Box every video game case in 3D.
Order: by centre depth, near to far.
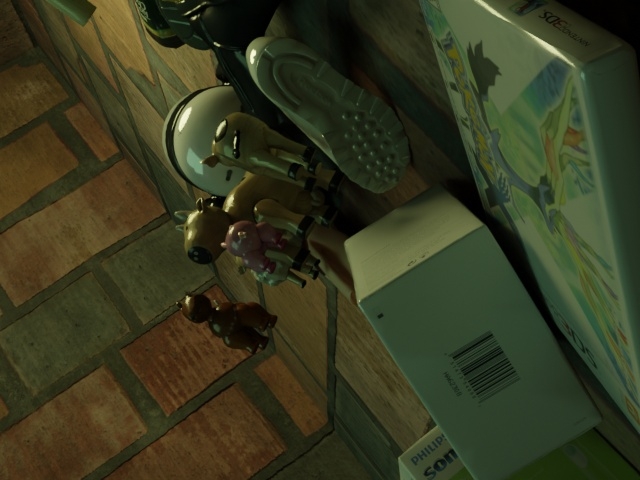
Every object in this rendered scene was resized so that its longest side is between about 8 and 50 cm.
[{"bbox_3d":[0.168,-0.046,0.621,0.300,0.036,0.329,-114,-1,-56],"label":"video game case"}]

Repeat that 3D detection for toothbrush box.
[{"bbox_3d":[0.261,0.320,0.971,0.283,0.206,0.122,46,164,27],"label":"toothbrush box"}]

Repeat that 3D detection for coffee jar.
[{"bbox_3d":[-0.255,-0.395,1.276,0.096,0.079,0.184,46,163,32],"label":"coffee jar"}]

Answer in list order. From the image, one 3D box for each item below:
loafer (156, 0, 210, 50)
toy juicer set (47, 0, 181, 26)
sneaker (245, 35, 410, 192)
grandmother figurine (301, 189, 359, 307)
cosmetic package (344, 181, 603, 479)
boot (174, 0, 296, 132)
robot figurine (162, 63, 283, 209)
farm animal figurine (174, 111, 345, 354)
[{"bbox_3d":[-0.189,-0.387,1.133,0.096,0.084,0.267,13,151,21],"label":"loafer"},{"bbox_3d":[-0.230,-0.361,0.926,0.209,0.329,0.089,55,-154,-34],"label":"toy juicer set"},{"bbox_3d":[0.011,-0.147,0.928,0.235,0.090,0.095,44,177,-27],"label":"sneaker"},{"bbox_3d":[0.000,0.000,1.304,0.342,0.104,0.207,37,143,44],"label":"grandmother figurine"},{"bbox_3d":[0.143,0.083,0.828,0.224,0.138,0.224,56,-175,-13],"label":"cosmetic package"},{"bbox_3d":[-0.065,-0.237,1.004,0.207,0.094,0.246,55,159,-23],"label":"boot"},{"bbox_3d":[-0.155,-0.158,1.285,0.209,0.174,0.278,59,170,-16],"label":"robot figurine"},{"bbox_3d":[-0.092,-0.041,1.059,0.172,0.327,0.330,24,121,11],"label":"farm animal figurine"}]
